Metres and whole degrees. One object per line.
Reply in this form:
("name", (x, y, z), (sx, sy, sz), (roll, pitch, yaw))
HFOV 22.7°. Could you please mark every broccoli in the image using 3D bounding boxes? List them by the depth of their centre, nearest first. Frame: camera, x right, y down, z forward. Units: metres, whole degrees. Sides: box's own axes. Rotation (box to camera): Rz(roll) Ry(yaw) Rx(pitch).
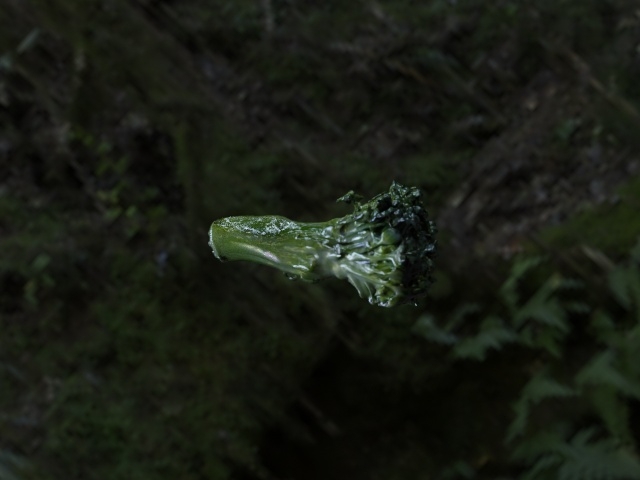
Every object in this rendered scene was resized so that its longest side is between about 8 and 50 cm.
("broccoli", (0.002, 0.003, 2.055), (0.145, 0.304, 0.164), (-43, -47, -71))
